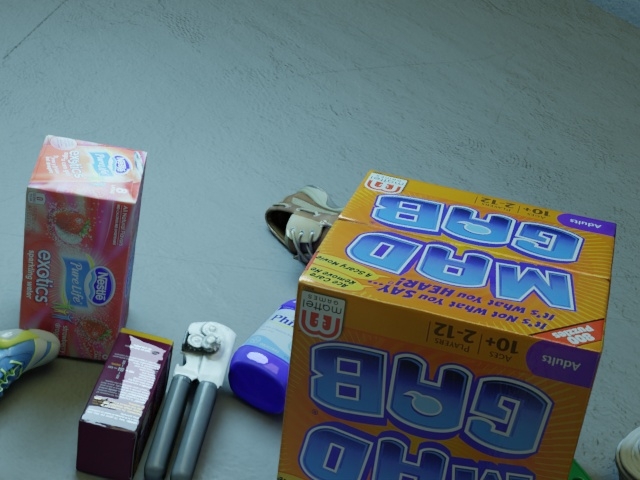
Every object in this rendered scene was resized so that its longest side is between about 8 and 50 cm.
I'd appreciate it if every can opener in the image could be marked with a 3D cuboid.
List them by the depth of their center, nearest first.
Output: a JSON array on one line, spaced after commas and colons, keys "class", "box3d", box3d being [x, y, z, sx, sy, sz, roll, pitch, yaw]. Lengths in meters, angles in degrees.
[{"class": "can opener", "box3d": [-0.183, 0.231, 1.595, 0.074, 0.093, 0.280, 12, 46, 1]}]

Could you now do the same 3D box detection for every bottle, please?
[{"class": "bottle", "box3d": [-0.028, 0.150, 1.730, 0.118, 0.092, 0.283, 25, 38, 18]}]

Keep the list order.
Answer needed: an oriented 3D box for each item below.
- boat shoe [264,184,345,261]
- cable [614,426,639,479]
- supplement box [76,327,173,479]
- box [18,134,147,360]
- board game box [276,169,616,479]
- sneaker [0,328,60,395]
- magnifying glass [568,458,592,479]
[{"class": "boat shoe", "box3d": [0.000, 0.000, 1.884, 0.116, 0.123, 0.324, -18, 21, -18]}, {"class": "cable", "box3d": [0.557, 0.340, 1.619, 0.257, 0.089, 0.257, -2, 18, -1]}, {"class": "supplement box", "box3d": [-0.269, 0.226, 1.547, 0.080, 0.104, 0.188, 14, 37, 1]}, {"class": "box", "box3d": [-0.347, 0.017, 1.628, 0.154, 0.300, 0.142, 9, 35, -8]}, {"class": "board game box", "box3d": [0.171, 0.164, 1.486, 0.356, 0.357, 0.356, 13, 28, 11]}, {"class": "sneaker", "box3d": [-0.468, 0.202, 1.550, 0.240, 0.091, 0.126, -10, 61, -28]}, {"class": "magnifying glass", "box3d": [0.386, 0.367, 1.643, 0.231, 0.026, 0.092, 29, 39, 22]}]
